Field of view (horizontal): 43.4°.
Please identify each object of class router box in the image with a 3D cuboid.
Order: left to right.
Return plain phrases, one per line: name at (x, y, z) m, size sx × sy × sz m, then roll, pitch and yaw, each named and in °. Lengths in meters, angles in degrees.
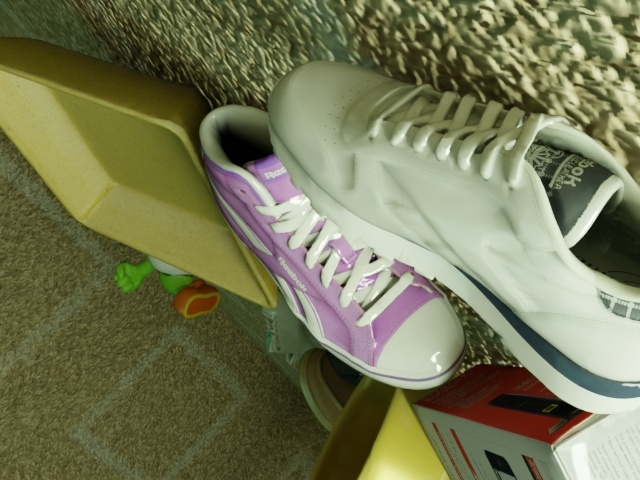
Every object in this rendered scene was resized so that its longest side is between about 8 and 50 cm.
router box at (0.218, 0.261, 0.608) m, size 0.336 × 0.082 × 0.301 m, roll 62°, pitch 169°, yaw 1°

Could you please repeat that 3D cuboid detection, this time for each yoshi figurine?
yoshi figurine at (-0.343, -0.013, 1.603) m, size 0.362 × 0.203 × 0.203 m, roll 40°, pitch 153°, yaw 30°

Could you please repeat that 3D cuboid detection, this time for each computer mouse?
computer mouse at (0.040, 0.159, 1.164) m, size 0.184 × 0.060 × 0.262 m, roll 47°, pitch 168°, yaw -18°

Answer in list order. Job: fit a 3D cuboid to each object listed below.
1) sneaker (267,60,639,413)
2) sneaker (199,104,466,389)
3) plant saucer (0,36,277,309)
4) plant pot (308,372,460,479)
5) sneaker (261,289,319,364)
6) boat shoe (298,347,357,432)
sneaker at (0.071, -0.028, 0.362) m, size 0.235 × 0.090 × 0.095 m, roll 36°, pitch 154°, yaw 21°
sneaker at (-0.001, 0.001, 0.639) m, size 0.282 × 0.102 × 0.161 m, roll 40°, pitch 165°, yaw 20°
plant saucer at (-0.203, -0.087, 0.889) m, size 0.332 × 0.081 × 0.333 m, roll 21°, pitch 154°, yaw 25°
plant pot at (0.129, 0.276, 0.868) m, size 0.239 × 0.254 × 0.254 m, roll 29°, pitch 169°, yaw -4°
sneaker at (-0.072, 0.157, 1.464) m, size 0.080 × 0.094 × 0.212 m, roll 34°, pitch 165°, yaw 46°
boat shoe at (0.098, 0.295, 1.373) m, size 0.110 × 0.122 × 0.341 m, roll -23°, pitch 123°, yaw 38°
